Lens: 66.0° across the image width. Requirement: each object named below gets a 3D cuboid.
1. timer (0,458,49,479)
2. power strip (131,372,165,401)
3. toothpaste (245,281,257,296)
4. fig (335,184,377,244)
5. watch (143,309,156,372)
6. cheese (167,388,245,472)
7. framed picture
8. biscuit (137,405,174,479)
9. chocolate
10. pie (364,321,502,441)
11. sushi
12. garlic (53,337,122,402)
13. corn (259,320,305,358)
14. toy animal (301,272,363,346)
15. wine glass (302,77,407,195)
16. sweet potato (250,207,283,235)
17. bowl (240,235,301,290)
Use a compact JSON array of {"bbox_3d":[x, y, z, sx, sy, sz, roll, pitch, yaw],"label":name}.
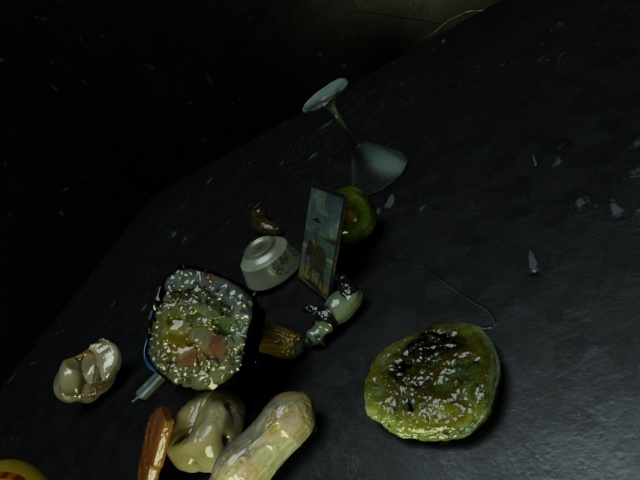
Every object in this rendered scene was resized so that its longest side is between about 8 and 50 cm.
[{"bbox_3d":[-0.886,0.800,1.368,0.387,0.375,0.376,1,40,15],"label":"timer"},{"bbox_3d":[-0.579,0.488,1.779,0.252,0.027,0.060,-46,29,-16],"label":"power strip"},{"bbox_3d":[-0.270,0.163,1.907,0.057,0.035,0.197,-50,27,10],"label":"toothpaste"},{"bbox_3d":[0.097,-0.081,1.722,0.206,0.206,0.275,-38,-4,0],"label":"fig"},{"bbox_3d":[-0.424,0.334,1.665,0.306,0.241,0.274,-22,46,15],"label":"watch"},{"bbox_3d":[-0.307,0.512,1.321,0.235,0.117,0.218,-49,31,-14],"label":"cheese"},{"bbox_3d":[0.000,0.000,1.604,0.265,0.016,0.346,33,116,61],"label":"framed picture"},{"bbox_3d":[-0.449,0.557,1.324,0.283,0.043,0.306,-100,32,-49],"label":"biscuit"},{"bbox_3d":[-0.133,0.479,1.147,0.309,0.134,0.134,-44,28,-12],"label":"chocolate"},{"bbox_3d":[0.240,0.288,1.063,0.323,0.070,0.323,-28,27,16],"label":"pie"},{"bbox_3d":[-0.302,0.251,1.416,0.329,0.285,0.327,7,81,9],"label":"sushi"},{"bbox_3d":[-0.904,0.541,1.946,0.281,0.184,0.203,-24,50,-16],"label":"garlic"},{"bbox_3d":[-0.160,0.295,1.498,0.102,0.102,0.313,-49,30,-21],"label":"corn"},{"bbox_3d":[0.031,0.207,1.423,0.225,0.093,0.121,-43,36,-13],"label":"toy animal"},{"bbox_3d":[0.124,-0.398,1.903,0.267,0.406,0.267,-32,27,18],"label":"wine glass"},{"bbox_3d":[-0.250,-0.079,2.200,0.112,0.085,0.286,-39,27,-12],"label":"sweet potato"},{"bbox_3d":[-0.201,0.068,1.840,0.238,0.126,0.237,-22,30,14],"label":"bowl"}]
